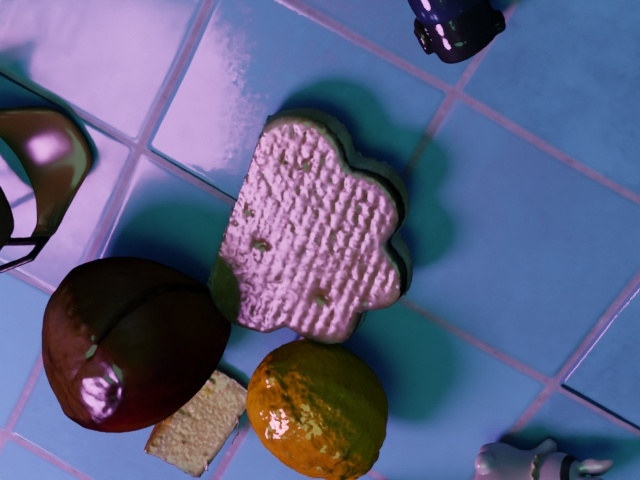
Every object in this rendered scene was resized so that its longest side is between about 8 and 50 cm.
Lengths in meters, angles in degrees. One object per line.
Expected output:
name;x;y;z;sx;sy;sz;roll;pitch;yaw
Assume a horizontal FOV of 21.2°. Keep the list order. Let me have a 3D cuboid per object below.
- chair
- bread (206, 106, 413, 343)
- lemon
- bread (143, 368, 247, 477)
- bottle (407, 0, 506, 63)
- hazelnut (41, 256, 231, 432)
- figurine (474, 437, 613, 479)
chair;-0.381;-0.045;1.803;0.246;0.172;0.159;-12;119;35
bread;0.000;0.000;1.748;0.207;0.056;0.286;29;129;3
lemon;0.002;0.184;1.827;0.142;0.142;0.187;-22;124;32
bread;-0.132;0.203;1.929;0.084;0.080;0.109;33;131;-7
bottle;0.086;-0.271;1.508;0.082;0.072;0.244;-24;116;9
hazelnut;-0.193;0.109;1.836;0.208;0.208;0.208;10;127;14
figurine;0.244;0.254;1.844;0.146;0.081;0.098;2;168;14
